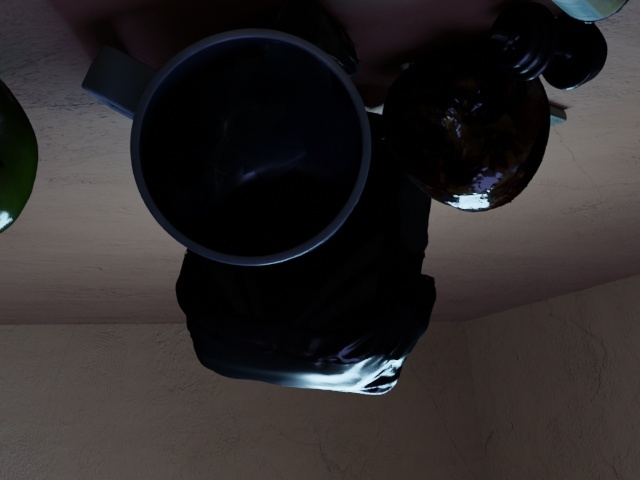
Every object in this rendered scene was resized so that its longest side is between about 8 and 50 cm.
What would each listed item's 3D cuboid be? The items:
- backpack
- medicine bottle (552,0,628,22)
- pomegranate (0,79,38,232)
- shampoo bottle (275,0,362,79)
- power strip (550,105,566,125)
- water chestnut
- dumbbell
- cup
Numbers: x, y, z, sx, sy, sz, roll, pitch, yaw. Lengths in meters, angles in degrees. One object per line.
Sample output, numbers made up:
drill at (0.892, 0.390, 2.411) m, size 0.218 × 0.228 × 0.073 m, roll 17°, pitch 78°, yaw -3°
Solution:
backpack at (0.000, 0.000, 1.941) m, size 0.363 × 0.445 × 0.255 m, roll 10°, pitch 152°, yaw 17°
medicine bottle at (0.204, -0.307, 1.335) m, size 0.108 × 0.108 × 0.426 m, roll -12°, pitch 169°, yaw 24°
pomegranate at (-0.454, -0.103, 1.611) m, size 0.254 × 0.254 × 0.270 m, roll -10°, pitch 140°, yaw 13°
shampoo bottle at (0.003, -0.233, 1.671) m, size 0.063 × 0.057 × 0.208 m, roll -11°, pitch 167°, yaw 16°
power strip at (0.339, -0.196, 2.149) m, size 0.051 × 0.019 × 0.136 m, roll -17°, pitch 165°, yaw 35°
water chestnut at (0.190, -0.156, 1.801) m, size 0.224 × 0.223 × 0.238 m, roll -12°, pitch 161°, yaw 23°
dumbbell at (0.282, -0.240, 1.706) m, size 0.208 × 0.099 × 0.099 m, roll 5°, pitch 164°, yaw -40°
cup at (-0.105, -0.096, 1.644) m, size 0.331 × 0.257 × 0.311 m, roll -1°, pitch 178°, yaw 2°
